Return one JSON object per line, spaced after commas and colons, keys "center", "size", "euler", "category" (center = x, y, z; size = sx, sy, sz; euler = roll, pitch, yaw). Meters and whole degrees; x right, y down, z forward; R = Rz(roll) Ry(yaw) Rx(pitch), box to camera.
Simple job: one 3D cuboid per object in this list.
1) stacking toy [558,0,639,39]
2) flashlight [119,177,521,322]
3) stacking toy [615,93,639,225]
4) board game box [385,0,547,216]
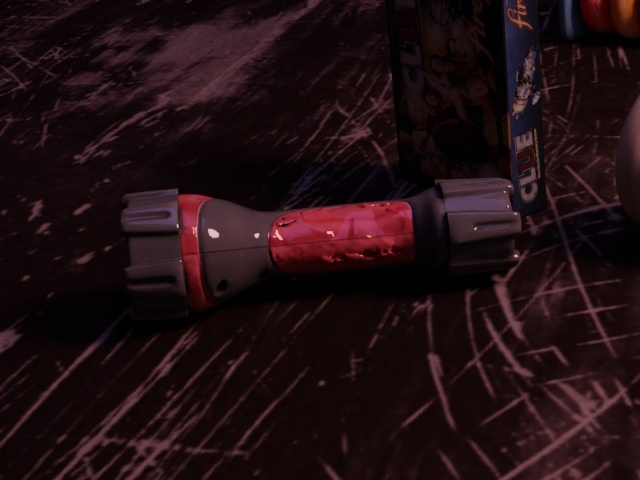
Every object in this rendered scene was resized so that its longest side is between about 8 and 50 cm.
{"center": [0.438, -0.291, 1.700], "size": [0.302, 0.166, 0.175], "euler": [25, 51, 33], "category": "stacking toy"}
{"center": [0.000, 0.000, 1.127], "size": [0.304, 0.103, 0.103], "euler": [-5, 48, -2], "category": "flashlight"}
{"center": [0.387, -0.030, 1.080], "size": [0.141, 0.141, 0.330], "euler": [-22, 32, -35], "category": "stacking toy"}
{"center": [0.125, -0.155, 1.282], "size": [0.042, 0.243, 0.165], "euler": [-20, 26, -29], "category": "board game box"}
